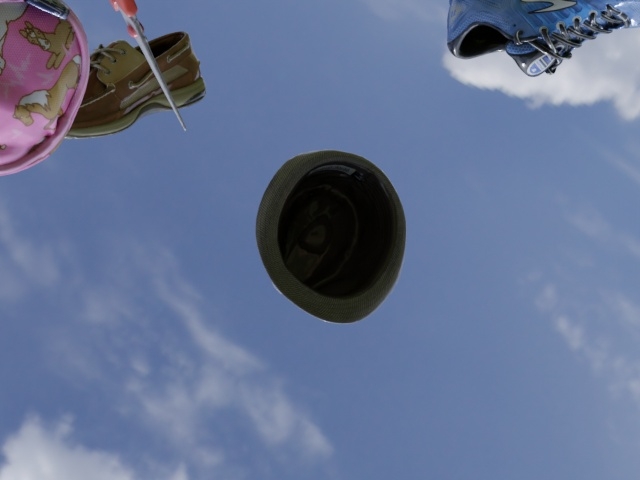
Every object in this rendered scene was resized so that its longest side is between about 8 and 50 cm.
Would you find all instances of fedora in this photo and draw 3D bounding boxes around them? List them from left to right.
[{"bbox_3d":[0.000,0.000,1.962,0.244,0.124,0.275,28,-115,-17],"label":"fedora"}]

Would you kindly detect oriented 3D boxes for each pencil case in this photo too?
[{"bbox_3d":[-0.356,-0.198,1.098,0.160,0.167,0.386,-16,-142,-40],"label":"pencil case"}]

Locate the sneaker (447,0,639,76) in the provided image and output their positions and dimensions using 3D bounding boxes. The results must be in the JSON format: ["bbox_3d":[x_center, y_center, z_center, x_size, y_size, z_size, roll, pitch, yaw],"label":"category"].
[{"bbox_3d":[0.292,-0.257,1.547,0.130,0.330,0.147,33,-113,-46],"label":"sneaker"}]

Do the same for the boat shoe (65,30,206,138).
[{"bbox_3d":[-0.301,-0.234,1.930,0.123,0.119,0.324,11,-155,34],"label":"boat shoe"}]

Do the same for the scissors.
[{"bbox_3d":[-0.192,-0.226,1.332,0.021,0.297,0.109,-36,-154,-18],"label":"scissors"}]
